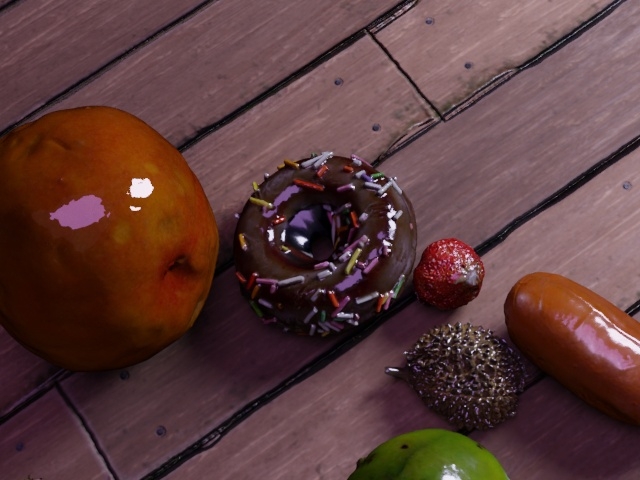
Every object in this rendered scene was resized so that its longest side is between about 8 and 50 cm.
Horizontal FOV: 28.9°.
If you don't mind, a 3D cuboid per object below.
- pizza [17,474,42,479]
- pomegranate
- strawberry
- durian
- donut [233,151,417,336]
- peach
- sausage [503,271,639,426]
[{"bbox_3d":[-0.349,0.394,1.585,0.226,0.069,0.147,19,50,10],"label":"pizza"},{"bbox_3d":[0.152,0.369,1.467,0.236,0.236,0.302,-40,82,-10],"label":"pomegranate"},{"bbox_3d":[0.176,0.046,1.643,0.106,0.106,0.106,-2,68,5],"label":"strawberry"},{"bbox_3d":[0.175,0.166,1.603,0.188,0.091,0.148,0,68,8],"label":"durian"},{"bbox_3d":[0.000,0.000,1.666,0.270,0.103,0.269,-7,63,14],"label":"donut"},{"bbox_3d":[-0.282,0.002,1.585,0.302,0.343,0.343,8,68,32],"label":"peach"},{"bbox_3d":[0.348,0.138,1.577,0.258,0.133,0.133,38,77,18],"label":"sausage"}]
